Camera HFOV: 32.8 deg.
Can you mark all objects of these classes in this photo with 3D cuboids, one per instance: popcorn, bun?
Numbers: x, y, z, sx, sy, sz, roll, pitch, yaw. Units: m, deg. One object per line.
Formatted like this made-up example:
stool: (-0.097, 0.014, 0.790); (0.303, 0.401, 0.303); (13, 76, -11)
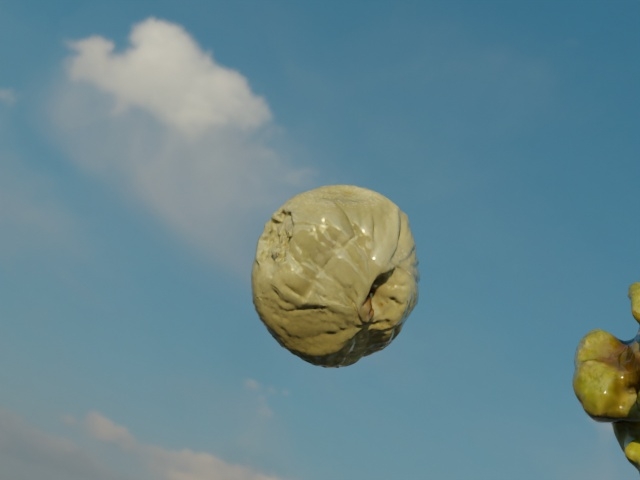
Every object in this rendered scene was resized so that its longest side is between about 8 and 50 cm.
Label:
popcorn: (0.407, 0.148, 1.090); (0.242, 0.235, 0.250); (42, -65, -17)
bun: (0.028, 0.048, 1.263); (0.220, 0.220, 0.134); (39, -10, -30)
